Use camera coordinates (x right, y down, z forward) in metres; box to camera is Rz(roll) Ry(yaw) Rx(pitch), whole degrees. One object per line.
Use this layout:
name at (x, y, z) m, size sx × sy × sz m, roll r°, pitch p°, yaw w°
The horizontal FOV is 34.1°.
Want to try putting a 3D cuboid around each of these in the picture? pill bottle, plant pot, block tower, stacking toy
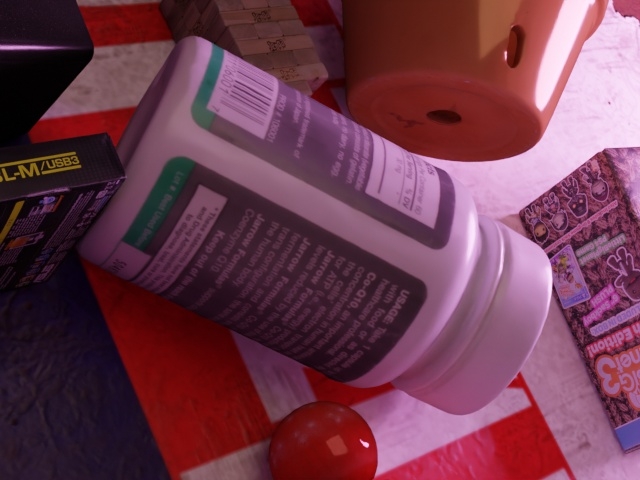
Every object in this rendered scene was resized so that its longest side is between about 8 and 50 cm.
pill bottle at (0.000, 0.000, 0.877) m, size 0.361 × 0.204 × 0.204 m, roll 28°, pitch 52°, yaw -16°
plant pot at (-0.294, -0.166, 0.817) m, size 0.167 × 0.188 × 0.187 m, roll -5°, pitch 65°, yaw -49°
block tower at (-0.110, -0.261, 1.037) m, size 0.091 × 0.097 × 0.335 m, roll -14°, pitch 74°, yaw -37°
plant pot at (0.144, -0.211, 1.065) m, size 0.291 × 0.291 × 0.203 m, roll 19°, pitch 71°, yaw -22°
stacking toy at (0.061, 0.277, 0.817) m, size 0.141 × 0.141 × 0.330 m, roll -19°, pitch 68°, yaw -39°

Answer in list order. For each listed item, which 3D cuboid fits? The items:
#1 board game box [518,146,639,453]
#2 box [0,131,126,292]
board game box at (0.393, 0.053, 1.138) m, size 0.232 × 0.141 × 0.290 m, roll -7°, pitch 67°, yaw -35°
box at (-0.253, -0.002, 0.728) m, size 0.184 × 0.191 × 0.045 m, roll -13°, pitch 73°, yaw -36°
